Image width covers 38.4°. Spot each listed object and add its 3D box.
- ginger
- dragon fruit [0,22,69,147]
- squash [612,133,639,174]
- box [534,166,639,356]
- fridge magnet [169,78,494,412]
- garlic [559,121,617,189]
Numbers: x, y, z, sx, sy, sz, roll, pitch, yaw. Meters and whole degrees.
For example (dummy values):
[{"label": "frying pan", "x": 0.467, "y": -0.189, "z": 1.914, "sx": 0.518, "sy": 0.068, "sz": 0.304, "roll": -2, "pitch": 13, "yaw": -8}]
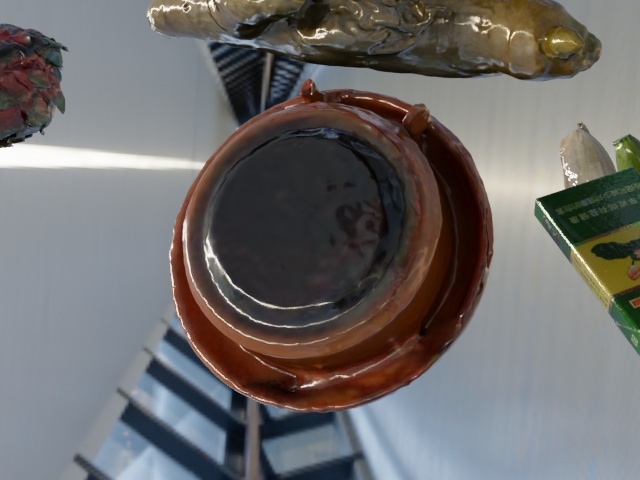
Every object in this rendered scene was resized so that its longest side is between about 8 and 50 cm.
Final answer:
[{"label": "ginger", "x": 0.028, "y": -0.162, "z": 0.656, "sx": 0.166, "sy": 0.333, "sz": 0.080, "roll": -50, "pitch": -30, "yaw": -86}, {"label": "dragon fruit", "x": -0.472, "y": -0.231, "z": 1.389, "sx": 0.182, "sy": 0.182, "sz": 0.188, "roll": -112, "pitch": 31, "yaw": -83}, {"label": "squash", "x": 0.460, "y": -0.059, "z": 1.299, "sx": 0.201, "sy": 0.066, "sz": 0.066, "roll": 63, "pitch": -173, "yaw": -17}, {"label": "box", "x": 0.346, "y": 0.018, "z": 1.001, "sx": 0.034, "sy": 0.132, "sz": 0.235, "roll": 81, "pitch": 167, "yaw": -45}, {"label": "fridge magnet", "x": 0.000, "y": 0.000, "z": 0.977, "sx": 0.155, "sy": 0.363, "sz": 0.363, "roll": 44, "pitch": -135, "yaw": -64}, {"label": "garlic", "x": 0.437, "y": -0.088, "z": 1.496, "sx": 0.101, "sy": 0.087, "sz": 0.195, "roll": -103, "pitch": -4, "yaw": -72}]
